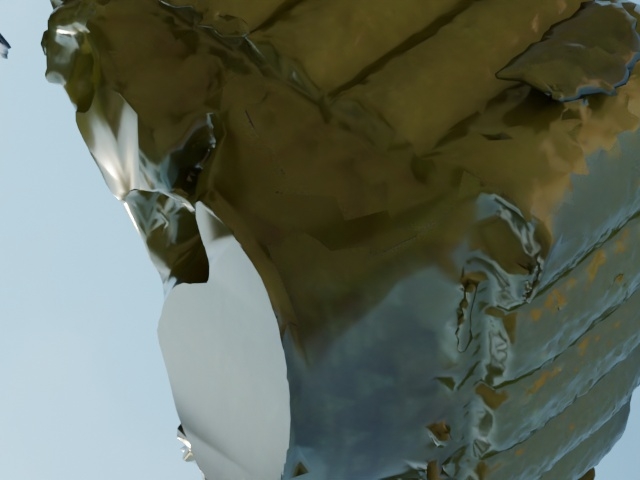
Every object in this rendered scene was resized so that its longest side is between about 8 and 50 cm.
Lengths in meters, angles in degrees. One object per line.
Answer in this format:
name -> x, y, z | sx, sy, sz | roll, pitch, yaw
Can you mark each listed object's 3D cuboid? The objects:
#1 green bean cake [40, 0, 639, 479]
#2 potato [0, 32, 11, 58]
green bean cake -> 0.000, 0.000, 0.846 | 0.285, 0.310, 0.202 | 32, -132, 27
potato -> -0.342, -0.069, 0.992 | 0.301, 0.288, 0.237 | 0, -125, 60
